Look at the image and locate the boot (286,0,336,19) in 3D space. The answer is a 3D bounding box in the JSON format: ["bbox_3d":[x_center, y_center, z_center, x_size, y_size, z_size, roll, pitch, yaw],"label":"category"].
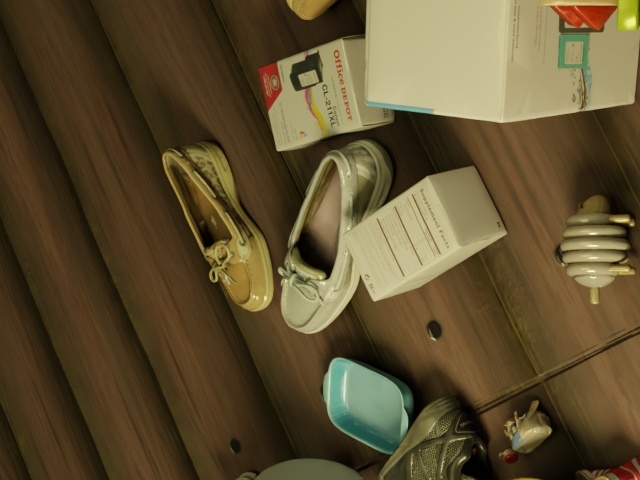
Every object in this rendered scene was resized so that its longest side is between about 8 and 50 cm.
[{"bbox_3d":[0.078,-0.327,1.758,0.262,0.095,0.203,-41,72,37],"label":"boot"}]

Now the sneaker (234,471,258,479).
[{"bbox_3d":[-0.094,0.469,2.109,0.208,0.094,0.081,48,127,23],"label":"sneaker"}]

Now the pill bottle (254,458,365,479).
[{"bbox_3d":[-0.020,0.518,1.952,0.204,0.204,0.361,21,120,39],"label":"pill bottle"}]

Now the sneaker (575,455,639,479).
[{"bbox_3d":[0.368,0.298,1.665,0.118,0.067,0.042,153,98,-75],"label":"sneaker"}]

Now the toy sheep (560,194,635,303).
[{"bbox_3d":[0.331,0.010,1.596,0.091,0.091,0.132,-7,76,45],"label":"toy sheep"}]

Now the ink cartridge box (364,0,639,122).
[{"bbox_3d":[0.213,-0.250,1.518,0.198,0.270,0.197,12,107,42],"label":"ink cartridge box"}]

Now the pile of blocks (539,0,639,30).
[{"bbox_3d":[0.386,-0.253,1.334,0.149,0.362,0.113,-101,6,-69],"label":"pile of blocks"}]

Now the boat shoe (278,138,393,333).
[{"bbox_3d":[0.002,0.000,1.898,0.118,0.103,0.320,43,126,28],"label":"boat shoe"}]

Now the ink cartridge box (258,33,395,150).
[{"bbox_3d":[0.007,-0.206,1.865,0.175,0.072,0.127,-13,90,45],"label":"ink cartridge box"}]

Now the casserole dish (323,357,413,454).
[{"bbox_3d":[0.074,0.234,1.917,0.188,0.037,0.114,19,112,48],"label":"casserole dish"}]

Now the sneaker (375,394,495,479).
[{"bbox_3d":[0.157,0.335,1.839,0.130,0.087,0.227,50,124,32],"label":"sneaker"}]

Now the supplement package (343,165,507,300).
[{"bbox_3d":[0.137,-0.009,1.764,0.179,0.105,0.105,-35,75,43],"label":"supplement package"}]

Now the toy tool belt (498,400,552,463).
[{"bbox_3d":[0.266,0.251,1.748,0.083,0.052,0.051,-50,34,35],"label":"toy tool belt"}]

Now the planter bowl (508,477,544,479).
[{"bbox_3d":[0.310,0.396,1.702,0.217,0.090,0.217,12,108,42],"label":"planter bowl"}]

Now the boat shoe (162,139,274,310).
[{"bbox_3d":[-0.163,-0.017,2.063,0.104,0.089,0.285,-35,75,42],"label":"boat shoe"}]
